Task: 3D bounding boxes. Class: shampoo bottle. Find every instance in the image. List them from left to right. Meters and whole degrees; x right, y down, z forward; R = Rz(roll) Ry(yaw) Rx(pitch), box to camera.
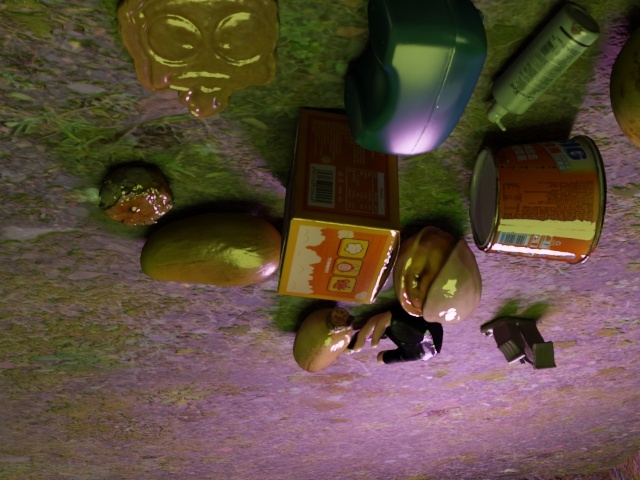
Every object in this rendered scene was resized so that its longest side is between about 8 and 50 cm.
[{"bbox_3d":[0.406,-0.321,1.385,0.085,0.085,0.262,11,140,-28],"label":"shampoo bottle"}]

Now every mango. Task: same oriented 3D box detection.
[{"bbox_3d":[-0.243,0.019,1.637,0.331,0.142,0.195,0,138,-3],"label":"mango"}]

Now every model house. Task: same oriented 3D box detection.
[{"bbox_3d":[0.635,0.332,2.293,0.229,0.188,0.122,11,124,-28],"label":"model house"}]

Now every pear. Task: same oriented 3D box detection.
[{"bbox_3d":[0.680,-0.291,1.352,0.283,0.283,0.283,-7,145,-5],"label":"pear"}]

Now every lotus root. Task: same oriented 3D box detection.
[{"bbox_3d":[0.004,0.275,2.069,0.146,0.131,0.303,-18,153,-33],"label":"lotus root"}]

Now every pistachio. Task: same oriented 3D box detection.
[{"bbox_3d":[0.302,0.095,1.844,0.230,0.230,0.309,-15,141,6],"label":"pistachio"}]

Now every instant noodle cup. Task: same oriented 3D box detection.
[{"bbox_3d":[0.453,-0.089,1.576,0.214,0.296,0.296,2,144,-3],"label":"instant noodle cup"}]

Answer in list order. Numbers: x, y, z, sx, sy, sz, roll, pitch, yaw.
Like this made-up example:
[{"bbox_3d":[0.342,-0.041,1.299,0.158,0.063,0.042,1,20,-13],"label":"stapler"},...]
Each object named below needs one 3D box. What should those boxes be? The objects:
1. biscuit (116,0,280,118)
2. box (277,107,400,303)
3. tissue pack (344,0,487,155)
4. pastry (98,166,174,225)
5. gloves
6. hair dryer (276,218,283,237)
[{"bbox_3d":[-0.200,-0.341,1.227,0.269,0.051,0.376,-3,145,-8],"label":"biscuit"},{"bbox_3d":[0.037,-0.064,1.449,0.213,0.283,0.259,7,143,-4],"label":"box"},{"bbox_3d":[0.170,-0.291,1.264,0.206,0.198,0.287,0,141,-13],"label":"tissue pack"},{"bbox_3d":[-0.377,-0.090,1.502,0.153,0.081,0.153,-15,151,-9],"label":"pastry"},{"bbox_3d":[0.209,0.284,2.121,0.301,0.152,0.197,-13,124,14],"label":"gloves"},{"bbox_3d":[0.000,-0.001,1.755,0.248,0.070,0.114,-4,144,-24],"label":"hair dryer"}]
